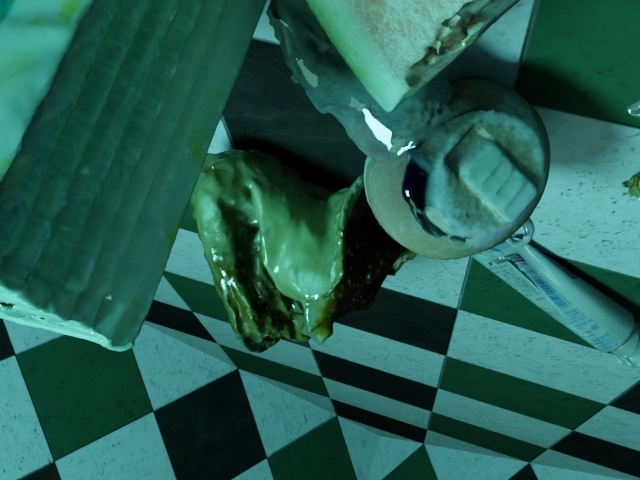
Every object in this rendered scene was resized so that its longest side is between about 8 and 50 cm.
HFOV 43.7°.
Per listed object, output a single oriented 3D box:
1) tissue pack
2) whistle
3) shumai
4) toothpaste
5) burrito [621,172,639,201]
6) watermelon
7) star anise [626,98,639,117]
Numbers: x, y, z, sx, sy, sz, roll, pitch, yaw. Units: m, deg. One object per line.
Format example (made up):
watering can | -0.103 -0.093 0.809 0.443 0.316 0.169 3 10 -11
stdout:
tissue pack | -0.206 -0.137 0.584 0.287 0.388 0.162 6 159 33
whistle | 0.081 -0.112 0.748 0.348 0.189 0.189 43 154 -19
shumai | 0.000 0.000 1.104 0.288 0.292 0.330 -21 162 4
toothpaste | 0.352 0.082 1.140 0.299 0.073 0.114 33 158 -15
burrito | 0.387 -0.019 0.863 0.185 0.041 0.045 34 -162 -37
watermelon | 0.077 -0.218 0.515 0.231 0.193 0.310 29 156 37
star anise | 0.366 -0.095 0.569 0.257 0.111 0.198 -17 116 36
